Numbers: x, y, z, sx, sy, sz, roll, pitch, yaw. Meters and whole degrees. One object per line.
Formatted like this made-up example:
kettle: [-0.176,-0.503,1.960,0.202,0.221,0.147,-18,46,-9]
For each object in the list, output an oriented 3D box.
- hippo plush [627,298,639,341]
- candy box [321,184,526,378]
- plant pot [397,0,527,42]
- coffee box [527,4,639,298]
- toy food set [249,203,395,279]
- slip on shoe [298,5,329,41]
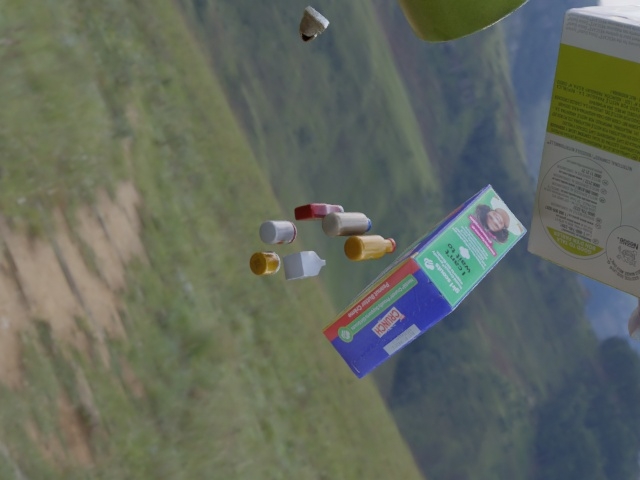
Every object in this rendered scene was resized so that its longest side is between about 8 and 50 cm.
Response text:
hippo plush: [0.705,0.087,2.119,0.237,0.294,0.234,-66,-173,-28]
candy box: [0.183,0.070,2.125,0.122,0.268,0.317,49,41,0]
plant pot: [0.165,-0.479,1.687,0.293,0.274,0.275,49,13,-28]
coffee box: [0.515,-0.107,1.535,0.338,0.337,0.335,25,-63,44]
toy food set: [0.000,0.000,1.959,0.104,0.232,0.111,-2,80,-53]
slip on shoe: [-0.018,-0.396,2.224,0.051,0.041,0.135,38,-2,-6]
